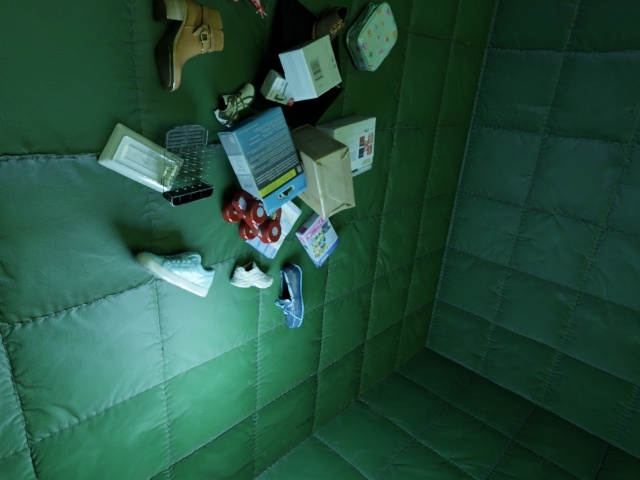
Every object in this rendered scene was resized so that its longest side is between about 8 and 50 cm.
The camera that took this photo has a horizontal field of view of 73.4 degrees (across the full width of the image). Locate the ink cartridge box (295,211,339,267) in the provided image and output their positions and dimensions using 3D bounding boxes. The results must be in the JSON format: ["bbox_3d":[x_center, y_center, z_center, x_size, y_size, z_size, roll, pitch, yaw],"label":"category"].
[{"bbox_3d":[0.000,0.000,2.269,0.185,0.065,0.311,-50,141,-20],"label":"ink cartridge box"}]

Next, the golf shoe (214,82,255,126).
[{"bbox_3d":[-0.321,-0.526,1.612,0.198,0.077,0.094,-59,141,-12],"label":"golf shoe"}]

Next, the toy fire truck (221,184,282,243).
[{"bbox_3d":[-0.252,-0.140,1.822,0.302,0.170,0.253,55,51,-44],"label":"toy fire truck"}]

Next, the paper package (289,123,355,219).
[{"bbox_3d":[-0.012,-0.302,1.871,0.168,0.325,0.309,-26,129,-19],"label":"paper package"}]

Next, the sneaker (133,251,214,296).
[{"bbox_3d":[-0.542,0.091,1.634,0.150,0.135,0.366,-66,151,-13],"label":"sneaker"}]

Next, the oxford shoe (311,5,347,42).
[{"bbox_3d":[0.039,-0.883,1.774,0.097,0.099,0.271,43,53,-39],"label":"oxford shoe"}]

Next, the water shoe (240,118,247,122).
[{"bbox_3d":[-0.244,-0.440,1.748,0.203,0.073,0.080,5,102,-51],"label":"water shoe"}]

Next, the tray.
[{"bbox_3d":[-0.593,-0.267,1.457,0.270,0.030,0.145,29,84,-52],"label":"tray"}]

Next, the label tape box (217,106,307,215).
[{"bbox_3d":[-0.212,-0.309,1.682,0.249,0.115,0.347,-40,124,-34],"label":"label tape box"}]

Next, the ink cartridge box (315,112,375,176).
[{"bbox_3d":[0.125,-0.458,2.127,0.310,0.130,0.271,-27,129,-39],"label":"ink cartridge box"}]

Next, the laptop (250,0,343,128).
[{"bbox_3d":[-0.104,-0.728,1.813,0.408,0.236,0.382,-48,147,23],"label":"laptop"}]

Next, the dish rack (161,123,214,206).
[{"bbox_3d":[-0.466,-0.271,1.524,0.208,0.074,0.271,-31,138,-55],"label":"dish rack"}]

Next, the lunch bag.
[{"bbox_3d":[0.243,-0.968,2.028,0.279,0.108,0.224,-57,138,-13],"label":"lunch bag"}]

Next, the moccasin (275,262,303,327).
[{"bbox_3d":[-0.170,0.285,2.179,0.117,0.138,0.341,-13,103,-41],"label":"moccasin"}]

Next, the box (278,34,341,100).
[{"bbox_3d":[-0.035,-0.648,1.617,0.182,0.119,0.180,-46,129,-37],"label":"box"}]

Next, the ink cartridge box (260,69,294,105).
[{"bbox_3d":[-0.151,-0.591,1.670,0.135,0.056,0.099,-1,137,-45],"label":"ink cartridge box"}]

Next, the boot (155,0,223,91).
[{"bbox_3d":[-0.428,-0.640,1.424,0.220,0.109,0.282,-19,115,-48],"label":"boot"}]

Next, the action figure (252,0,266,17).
[{"bbox_3d":[-0.203,-0.900,1.546,0.280,0.092,0.139,-45,128,-25],"label":"action figure"}]

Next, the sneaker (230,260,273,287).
[{"bbox_3d":[-0.299,0.155,1.972,0.232,0.091,0.115,6,100,-52],"label":"sneaker"}]

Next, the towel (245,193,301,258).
[{"bbox_3d":[-0.213,-0.071,2.002,0.284,0.034,0.209,-58,140,-10],"label":"towel"}]
